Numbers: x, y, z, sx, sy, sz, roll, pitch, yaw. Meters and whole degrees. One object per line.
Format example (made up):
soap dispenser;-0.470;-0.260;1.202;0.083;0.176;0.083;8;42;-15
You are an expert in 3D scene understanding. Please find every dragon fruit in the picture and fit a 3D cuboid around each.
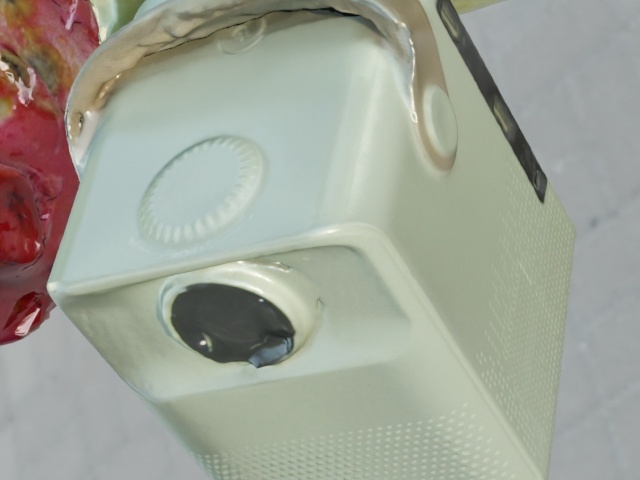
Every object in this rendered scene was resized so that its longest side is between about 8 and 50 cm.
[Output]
dragon fruit;-0.316;-0.038;1.481;0.386;0.371;0.249;-30;42;22

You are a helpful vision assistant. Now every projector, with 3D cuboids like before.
projector;0.000;0.000;0.839;0.163;0.242;0.177;-11;44;24

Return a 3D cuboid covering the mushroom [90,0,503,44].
mushroom;0.037;-0.150;0.925;0.081;0.312;0.100;-94;-8;-62
